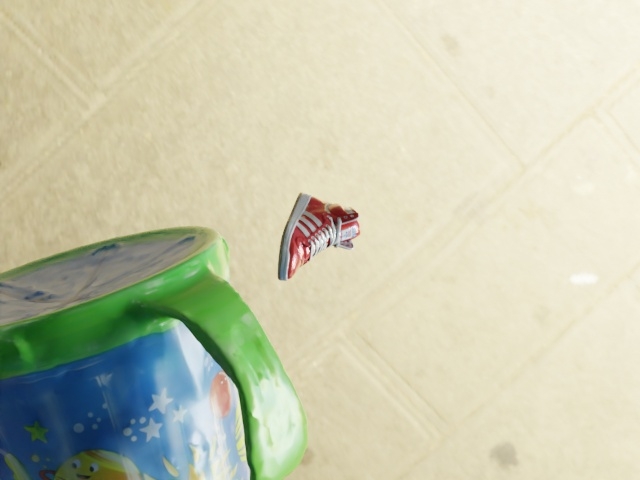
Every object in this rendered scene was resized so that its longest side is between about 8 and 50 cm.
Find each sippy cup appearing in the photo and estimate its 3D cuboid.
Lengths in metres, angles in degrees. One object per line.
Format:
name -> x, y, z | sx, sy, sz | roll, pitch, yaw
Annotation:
sippy cup -> -0.153, 0.130, 0.935 | 0.240, 0.305, 0.224 | -19, 102, -12

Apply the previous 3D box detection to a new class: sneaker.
sneaker -> 0.000, 0.000, 1.198 | 0.067, 0.118, 0.042 | 14, 129, 4
